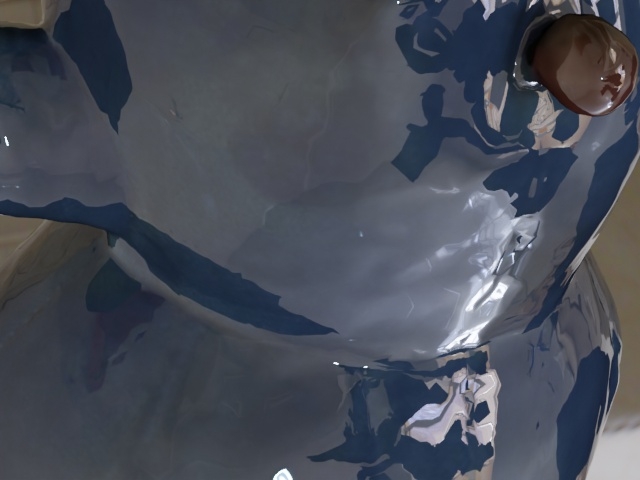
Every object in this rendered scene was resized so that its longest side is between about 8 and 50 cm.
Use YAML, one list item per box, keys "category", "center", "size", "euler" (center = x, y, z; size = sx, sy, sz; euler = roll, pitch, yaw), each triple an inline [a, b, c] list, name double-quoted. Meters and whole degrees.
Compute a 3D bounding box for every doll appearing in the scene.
- category: "doll"
  center: [0.000, 0.000, 0.446]
  size: [0.228, 0.154, 0.258]
  euler: [-14, 136, -33]
